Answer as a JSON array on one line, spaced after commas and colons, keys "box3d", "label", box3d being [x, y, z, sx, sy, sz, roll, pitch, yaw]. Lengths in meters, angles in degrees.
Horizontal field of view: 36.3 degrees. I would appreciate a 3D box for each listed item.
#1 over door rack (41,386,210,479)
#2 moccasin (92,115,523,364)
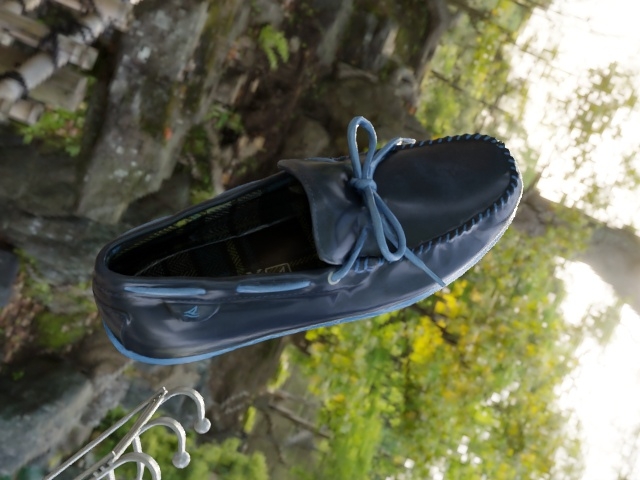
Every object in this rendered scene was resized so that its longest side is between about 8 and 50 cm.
[{"box3d": [-0.278, 0.282, 1.018, 0.324, 0.108, 0.239, -26, -176, 7], "label": "over door rack"}, {"box3d": [0.000, 0.000, 0.726, 0.342, 0.137, 0.116, -25, 148, -10], "label": "moccasin"}]
